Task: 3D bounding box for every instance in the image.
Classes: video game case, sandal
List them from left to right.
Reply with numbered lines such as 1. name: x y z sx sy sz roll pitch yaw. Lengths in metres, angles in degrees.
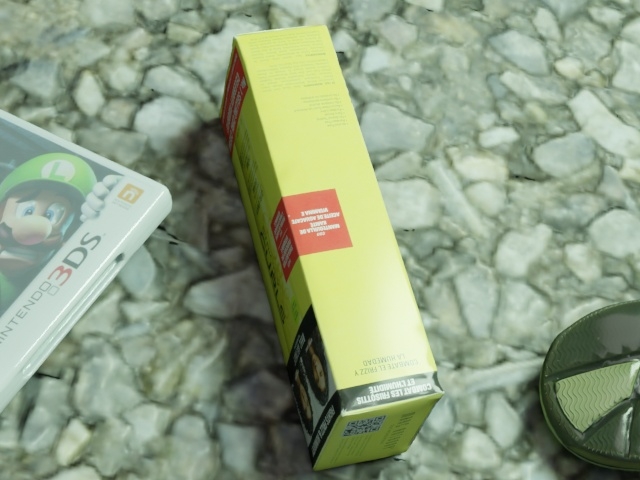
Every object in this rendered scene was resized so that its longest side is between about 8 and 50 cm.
1. video game case: -0.204 -0.001 0.716 0.190 0.022 0.173 24 58 20
2. sandal: 0.274 0.085 0.763 0.302 0.086 0.120 3 65 7

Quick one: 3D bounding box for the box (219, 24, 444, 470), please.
1. box: 0.000 0.000 0.747 0.058 0.087 0.232 -8 64 -15
